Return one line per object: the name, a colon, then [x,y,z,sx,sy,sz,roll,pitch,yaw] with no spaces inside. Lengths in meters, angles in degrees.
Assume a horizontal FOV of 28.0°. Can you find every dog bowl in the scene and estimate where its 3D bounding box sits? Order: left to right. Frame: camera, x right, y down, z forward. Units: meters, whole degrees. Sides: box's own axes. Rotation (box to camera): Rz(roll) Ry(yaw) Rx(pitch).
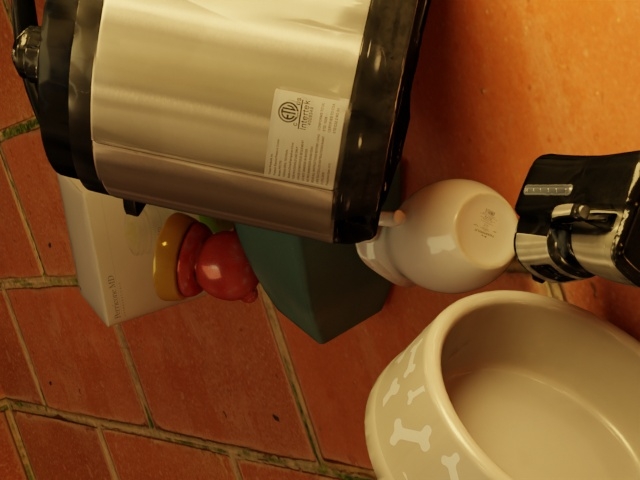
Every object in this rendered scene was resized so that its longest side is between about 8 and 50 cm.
dog bowl: [0.221,0.186,1.212,0.349,0.348,0.102,50,133,29]

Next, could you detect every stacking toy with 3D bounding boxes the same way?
stacking toy: [-0.117,-0.087,1.732,0.130,0.279,0.309,9,119,16]

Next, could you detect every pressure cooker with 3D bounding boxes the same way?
pressure cooker: [-0.108,-0.209,1.292,0.375,0.420,0.370,67,-146,-82]

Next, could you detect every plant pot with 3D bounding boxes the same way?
plant pot: [0.000,0.000,1.622,0.165,0.165,0.234,35,145,44]

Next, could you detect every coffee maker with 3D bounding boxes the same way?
coffee maker: [0.278,-0.035,1.178,0.120,0.171,0.178,49,164,-19]

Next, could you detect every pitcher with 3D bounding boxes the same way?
pitcher: [0.107,-0.008,1.425,0.207,0.177,0.125,-10,65,62]

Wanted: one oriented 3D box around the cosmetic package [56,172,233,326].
cosmetic package: [-0.258,-0.021,1.939,0.138,0.224,0.224,40,141,54]
